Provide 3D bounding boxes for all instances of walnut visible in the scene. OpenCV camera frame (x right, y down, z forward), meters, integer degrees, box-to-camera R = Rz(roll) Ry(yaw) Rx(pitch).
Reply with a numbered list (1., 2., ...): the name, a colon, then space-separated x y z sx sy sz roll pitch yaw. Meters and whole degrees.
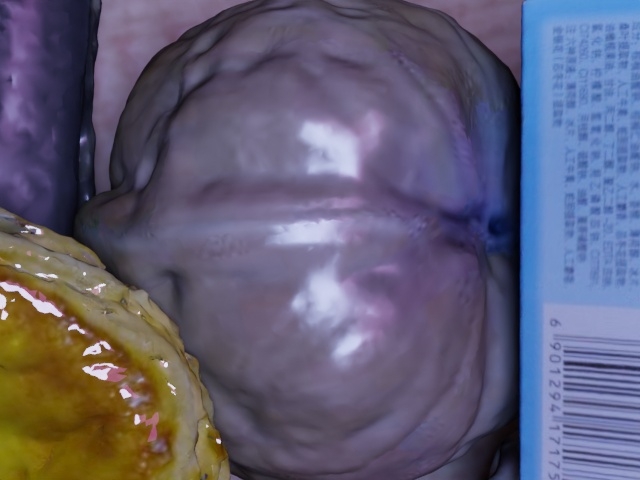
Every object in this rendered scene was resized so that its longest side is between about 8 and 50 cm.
1. walnut: -0.002 0.001 0.624 0.248 0.248 0.248 3 83 -22

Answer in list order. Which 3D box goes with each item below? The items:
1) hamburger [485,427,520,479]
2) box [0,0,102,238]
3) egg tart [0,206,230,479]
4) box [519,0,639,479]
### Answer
1. hamburger: 0.207 0.184 0.676 0.237 0.276 0.276 -23 92 -13
2. box: -0.277 -0.114 0.602 0.359 0.091 0.350 3 82 -20
3. egg tart: -0.186 0.110 0.533 0.295 0.116 0.295 -2 101 -11
4. box: 0.163 0.012 0.528 0.083 0.142 0.232 -5 95 -61
